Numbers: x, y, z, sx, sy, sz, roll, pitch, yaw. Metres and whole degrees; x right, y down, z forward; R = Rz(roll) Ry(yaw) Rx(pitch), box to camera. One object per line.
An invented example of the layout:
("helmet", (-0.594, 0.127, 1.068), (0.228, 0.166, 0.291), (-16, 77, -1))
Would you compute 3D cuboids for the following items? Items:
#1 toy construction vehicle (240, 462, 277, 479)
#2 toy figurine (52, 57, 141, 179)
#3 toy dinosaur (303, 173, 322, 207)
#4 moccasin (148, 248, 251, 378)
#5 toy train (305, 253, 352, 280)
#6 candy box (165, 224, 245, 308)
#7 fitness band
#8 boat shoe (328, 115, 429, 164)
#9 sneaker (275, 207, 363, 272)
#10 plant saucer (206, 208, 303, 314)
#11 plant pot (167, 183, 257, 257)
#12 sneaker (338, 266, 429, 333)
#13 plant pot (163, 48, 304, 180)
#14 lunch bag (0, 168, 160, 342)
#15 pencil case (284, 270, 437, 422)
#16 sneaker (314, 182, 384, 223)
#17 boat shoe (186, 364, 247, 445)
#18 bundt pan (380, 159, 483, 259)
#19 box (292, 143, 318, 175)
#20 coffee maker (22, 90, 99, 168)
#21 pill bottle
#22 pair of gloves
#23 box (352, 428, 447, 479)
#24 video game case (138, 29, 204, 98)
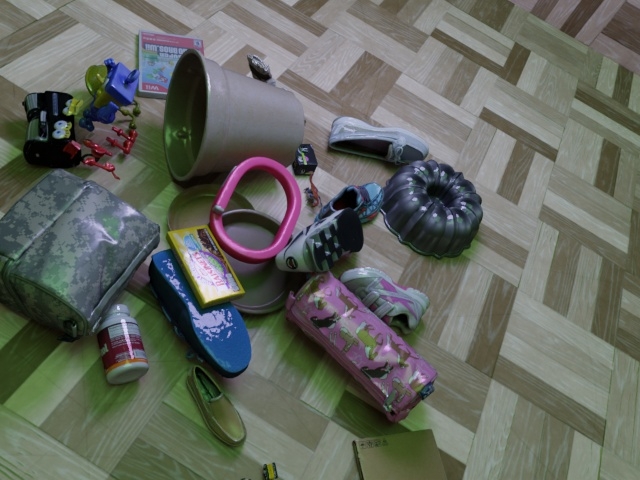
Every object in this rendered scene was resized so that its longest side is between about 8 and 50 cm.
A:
("toy construction vehicle", (-0.123, 0.507, 1.104), (0.085, 0.035, 0.098), (1, 58, -33))
("toy figurine", (-0.502, -0.362, 1.395), (0.191, 0.217, 0.363), (35, 36, -32))
("toy dinosaur", (-0.023, -0.133, 1.569), (0.047, 0.090, 0.082), (-15, 30, -12))
("moccasin", (-0.270, 0.169, 1.235), (0.137, 0.117, 0.342), (-14, 58, -41))
("toy train", (0.002, 0.044, 1.469), (0.166, 0.046, 0.125), (-31, 81, -36))
("candy box", (-0.261, 0.055, 1.241), (0.105, 0.027, 0.206), (-14, 59, -37))
("fitness band", (-0.156, -0.080, 1.374), (0.208, 0.054, 0.291), (32, 56, -17))
("boat shoe", (0.183, -0.298, 1.735), (0.320, 0.118, 0.103), (17, 58, -4))
("sneaker", (0.000, 0.000, 1.393), (0.330, 0.146, 0.123), (-25, 101, -59))
("plant saucer", (-0.175, 0.053, 1.364), (0.277, 0.041, 0.278), (11, 63, -23))
("plant pot", (-0.278, -0.046, 1.431), (0.236, 0.032, 0.237), (10, 54, -15))
("sneaker", (0.159, 0.156, 1.409), (0.252, 0.103, 0.111), (23, 50, -3))
("plant pot", (-0.225, -0.314, 1.488), (0.305, 0.334, 0.334), (2, 55, -34))
("lunch bag", (-0.516, 0.036, 1.153), (0.255, 0.213, 0.305), (21, 50, 9))
("pencil case", (0.089, 0.241, 1.292), (0.386, 0.167, 0.160), (43, 88, 12))
("sneaker", (0.103, -0.104, 1.556), (0.104, 0.125, 0.261), (46, 54, 13))
("boat shoe", (-0.219, 0.344, 1.152), (0.068, 0.072, 0.190), (-33, 73, -35))
("bundt pan", (0.350, -0.115, 1.659), (0.330, 0.124, 0.331), (11, 53, -15))
("box", (-0.051, -0.242, 1.641), (0.062, 0.052, 0.083), (-3, 56, -22))
("coffee maker", (-0.669, -0.280, 1.411), (0.171, 0.120, 0.178), (18, 47, -45))
("pill bottle", (-0.421, 0.216, 1.158), (0.086, 0.086, 0.152), (-11, 60, -27))
("pair of gloves", (-0.134, -0.466, 1.684), (0.042, 0.204, 0.240), (-44, 82, -4))
("box", (0.182, 0.514, 1.218), (0.201, 0.021, 0.165), (0, 57, -21))
("video game case", (-0.463, -0.546, 1.717), (0.203, 0.025, 0.285), (1, 57, -20))
